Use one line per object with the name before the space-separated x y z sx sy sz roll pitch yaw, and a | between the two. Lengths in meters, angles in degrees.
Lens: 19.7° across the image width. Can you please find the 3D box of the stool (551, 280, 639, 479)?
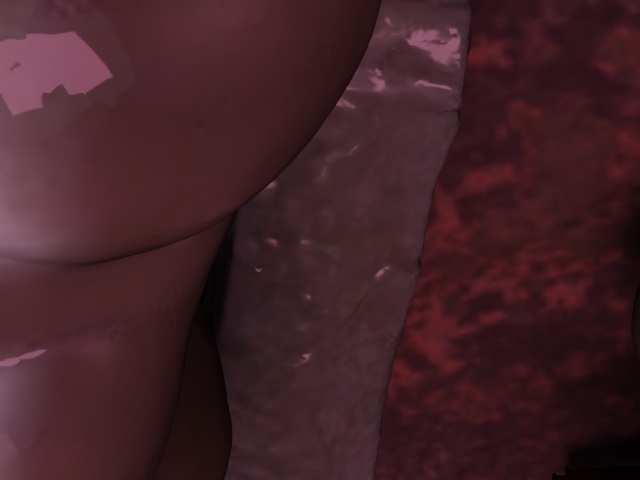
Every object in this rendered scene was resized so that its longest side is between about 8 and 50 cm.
stool | 0.139 0.081 0.605 0.121 0.125 0.217 -8 114 11

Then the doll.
doll | -0.110 -0.016 0.465 0.215 0.226 0.370 5 124 -9

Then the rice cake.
rice cake | 0.000 0.000 0.577 0.069 0.063 0.206 1 126 -10
